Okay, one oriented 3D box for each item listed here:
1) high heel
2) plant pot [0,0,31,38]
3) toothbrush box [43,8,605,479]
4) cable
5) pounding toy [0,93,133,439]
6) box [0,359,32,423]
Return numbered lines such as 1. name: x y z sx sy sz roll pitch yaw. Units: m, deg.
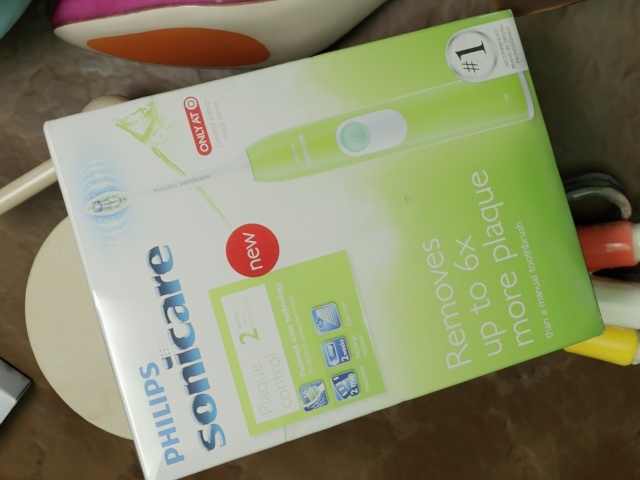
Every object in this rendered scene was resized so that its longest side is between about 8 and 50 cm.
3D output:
1. high heel: -0.003 -0.220 0.612 0.377 0.127 0.181 -5 82 12
2. plant pot: -0.284 -0.205 0.549 0.293 0.293 0.196 -18 141 13
3. toothbrush box: 0.000 0.000 0.584 0.283 0.122 0.206 -15 90 -12
4. cable: 0.120 0.028 0.690 0.287 0.072 0.139 -3 112 8
5. pounding toy: -0.129 0.025 0.707 0.183 0.110 0.237 -36 93 14
6. box: -0.361 0.121 0.798 0.186 0.038 0.145 38 110 -8
